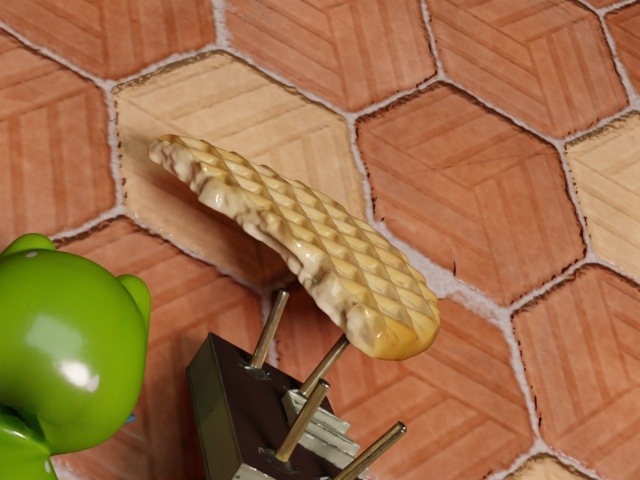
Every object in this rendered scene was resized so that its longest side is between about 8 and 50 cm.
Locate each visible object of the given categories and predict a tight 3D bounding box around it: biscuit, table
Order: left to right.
[{"bbox_3d":[-0.015,0.129,1.021,0.121,0.111,0.240,31,10,-18],"label":"table"},{"bbox_3d":[0.000,0.000,1.182,0.309,0.040,0.204,41,18,31],"label":"biscuit"}]

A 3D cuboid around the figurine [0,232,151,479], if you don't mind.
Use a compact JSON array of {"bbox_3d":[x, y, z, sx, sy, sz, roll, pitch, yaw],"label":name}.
[{"bbox_3d":[-0.222,0.123,1.005,0.162,0.143,0.263,23,61,-4],"label":"figurine"}]
